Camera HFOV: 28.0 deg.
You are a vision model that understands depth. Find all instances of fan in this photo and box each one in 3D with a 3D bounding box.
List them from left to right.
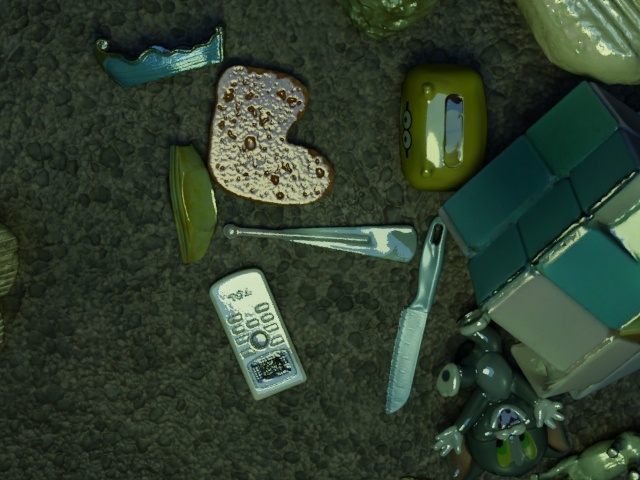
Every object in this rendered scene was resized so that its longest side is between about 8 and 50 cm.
[{"bbox_3d":[0.000,0.000,1.856,0.282,0.023,0.057,2,108,-2],"label":"fan"}]

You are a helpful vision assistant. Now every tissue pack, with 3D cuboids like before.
[{"bbox_3d":[0.171,-0.156,1.782,0.123,0.127,0.178,0,100,-4],"label":"tissue pack"}]

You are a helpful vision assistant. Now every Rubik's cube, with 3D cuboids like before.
[{"bbox_3d":[0.369,0.008,1.708,0.387,0.368,0.358,-42,56,23],"label":"Rubik's cube"}]

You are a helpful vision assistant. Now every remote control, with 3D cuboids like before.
[{"bbox_3d":[-0.092,0.134,1.871,0.087,0.029,0.190,-21,99,2],"label":"remote control"}]

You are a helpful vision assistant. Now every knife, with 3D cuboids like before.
[{"bbox_3d":[0.139,0.110,1.881,0.044,0.019,0.313,12,99,4],"label":"knife"}]

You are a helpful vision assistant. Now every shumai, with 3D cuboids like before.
[{"bbox_3d":[0.079,-0.413,1.708,0.218,0.189,0.256,29,92,-7],"label":"shumai"}]

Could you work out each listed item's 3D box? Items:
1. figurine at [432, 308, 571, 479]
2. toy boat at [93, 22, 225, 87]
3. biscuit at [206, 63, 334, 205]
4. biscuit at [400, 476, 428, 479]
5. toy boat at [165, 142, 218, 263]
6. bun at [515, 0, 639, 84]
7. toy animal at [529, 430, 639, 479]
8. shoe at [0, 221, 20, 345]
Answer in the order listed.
[{"bbox_3d":[0.235,0.235,1.844,0.193,0.140,0.265,-26,93,-3],"label":"figurine"},{"bbox_3d":[-0.219,-0.266,1.779,0.185,0.075,0.077,-14,102,5],"label":"toy boat"},{"bbox_3d":[-0.066,-0.147,1.823,0.186,0.036,0.192,7,99,-5],"label":"biscuit"},{"bbox_3d":[0.156,0.473,1.935,0.131,0.025,0.231,13,99,-2],"label":"biscuit"},{"bbox_3d":[-0.185,-0.052,1.823,0.065,0.066,0.172,-14,102,-34],"label":"toy boat"},{"bbox_3d":[0.410,-0.384,1.702,0.365,0.219,0.365,0,89,-3],"label":"bun"},{"bbox_3d":[0.429,0.323,1.879,0.217,0.176,0.073,-24,80,25],"label":"toy animal"},{"bbox_3d":[-0.547,0.073,1.794,0.198,0.172,0.351,44,119,28],"label":"shoe"}]
